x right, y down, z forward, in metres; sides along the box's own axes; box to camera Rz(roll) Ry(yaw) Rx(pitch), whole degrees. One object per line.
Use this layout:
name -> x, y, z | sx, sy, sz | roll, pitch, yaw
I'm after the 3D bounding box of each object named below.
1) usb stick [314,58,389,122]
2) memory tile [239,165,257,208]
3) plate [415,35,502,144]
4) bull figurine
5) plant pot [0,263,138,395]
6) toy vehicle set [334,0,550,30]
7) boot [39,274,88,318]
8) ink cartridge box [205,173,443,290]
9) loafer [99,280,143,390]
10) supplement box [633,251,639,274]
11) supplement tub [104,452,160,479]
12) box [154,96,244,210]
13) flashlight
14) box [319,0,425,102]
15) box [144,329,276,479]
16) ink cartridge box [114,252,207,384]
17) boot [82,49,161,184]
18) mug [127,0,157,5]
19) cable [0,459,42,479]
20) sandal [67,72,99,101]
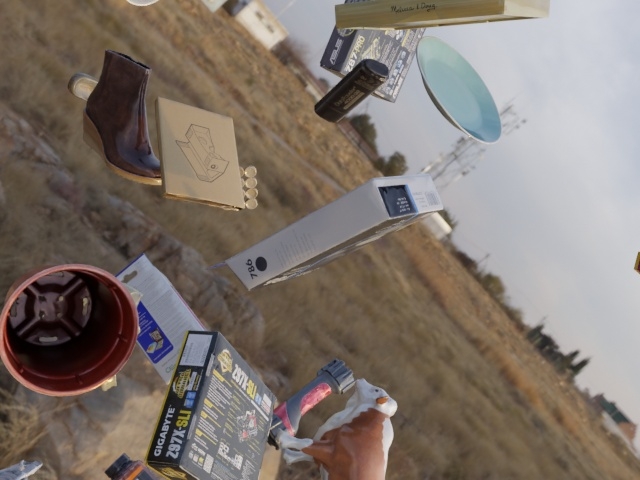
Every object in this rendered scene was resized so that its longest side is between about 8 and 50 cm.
usb stick -> 0.068, -0.345, 1.530 | 0.077, 0.045, 0.278 | 24, -20, -18
memory tile -> -0.247, -0.159, 1.980 | 0.012, 0.113, 0.147 | -105, -166, -56
plate -> 0.199, -0.217, 0.963 | 0.188, 0.024, 0.188 | 26, 48, -32
bull figurine -> 0.030, 0.372, 1.027 | 0.101, 0.189, 0.310 | 77, 12, -72
plant pot -> -0.571, 0.168, 1.436 | 0.272, 0.272, 0.265 | 46, -17, -27
toy vehicle set -> 0.177, -0.337, 0.965 | 0.267, 0.035, 0.166 | 8, 18, 36
boot -> -0.703, 0.184, 1.766 | 0.083, 0.246, 0.161 | 47, 21, 22
ink cartridge box -> 0.000, 0.000, 0.962 | 0.165, 0.333, 0.065 | -13, 80, -54
loafer -> -0.485, 0.228, 1.586 | 0.092, 0.268, 0.102 | 8, -17, -15
supplement box -> 0.694, 0.053, 1.336 | 0.055, 0.043, 0.083 | 29, -15, -39
supplement tub -> -0.480, 0.659, 1.740 | 0.198, 0.106, 0.106 | 46, 7, 4
box -> -0.224, -0.159, 1.219 | 0.165, 0.021, 0.201 | 9, 60, -40
flashlight -> -0.031, 0.463, 1.861 | 0.103, 0.304, 0.103 | 4, -59, 60
box -> 0.189, -0.634, 1.915 | 0.097, 0.394, 0.318 | 29, 12, 32
box -> -0.197, 0.364, 1.283 | 0.322, 0.080, 0.257 | 63, 30, -50
ink cartridge box -> -0.478, 0.228, 1.932 | 0.371, 0.176, 0.069 | 49, -3, 17
boot -> -0.377, -0.245, 1.309 | 0.249, 0.206, 0.090 | 34, 23, 22
mug -> -0.424, -0.654, 1.507 | 0.113, 0.150, 0.169 | 0, 52, -51
cable -> -0.665, 0.536, 1.227 | 0.257, 0.257, 0.089 | -68, 137, -75
sandal -> -0.597, -0.408, 1.828 | 0.060, 0.089, 0.219 | 33, 10, 29
